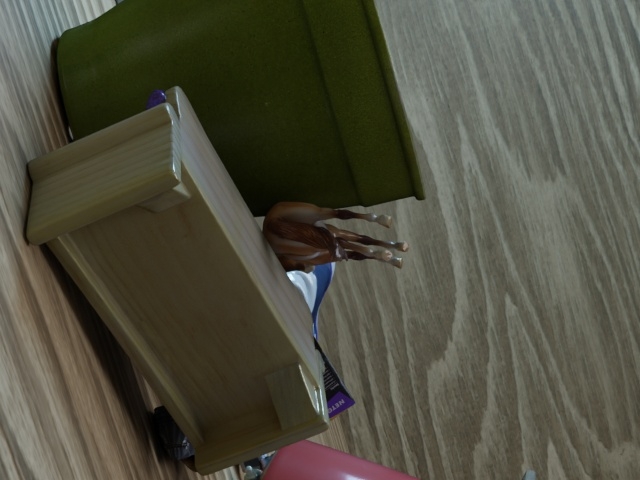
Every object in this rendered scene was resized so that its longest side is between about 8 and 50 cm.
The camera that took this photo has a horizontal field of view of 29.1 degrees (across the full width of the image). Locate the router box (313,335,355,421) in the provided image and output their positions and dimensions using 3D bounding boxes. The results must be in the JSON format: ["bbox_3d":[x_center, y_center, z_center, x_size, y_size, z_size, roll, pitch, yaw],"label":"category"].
[{"bbox_3d":[-0.093,0.080,1.526,0.243,0.081,0.309,59,-9,-22],"label":"router box"}]

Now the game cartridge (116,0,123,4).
[{"bbox_3d":[-0.277,-0.361,1.956,0.196,0.060,0.294,-108,-179,-79],"label":"game cartridge"}]

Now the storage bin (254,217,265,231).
[{"bbox_3d":[-0.098,-0.111,2.036,0.123,0.260,0.262,53,11,-24],"label":"storage bin"}]

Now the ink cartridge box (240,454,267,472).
[{"bbox_3d":[-0.130,0.196,1.796,0.206,0.045,0.208,-100,172,-61],"label":"ink cartridge box"}]

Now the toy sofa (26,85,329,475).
[{"bbox_3d":[-0.131,0.042,1.206,0.177,0.150,0.363,-101,165,-53],"label":"toy sofa"}]

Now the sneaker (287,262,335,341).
[{"bbox_3d":[-0.081,0.160,1.964,0.236,0.130,0.323,-46,156,-63],"label":"sneaker"}]

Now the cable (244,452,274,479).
[{"bbox_3d":[-0.074,0.407,1.762,0.287,0.072,0.139,88,-7,-55],"label":"cable"}]

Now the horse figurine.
[{"bbox_3d":[0.000,0.000,1.358,0.263,0.174,0.066,35,62,-78],"label":"horse figurine"}]

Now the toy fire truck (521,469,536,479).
[{"bbox_3d":[0.255,0.440,1.535,0.246,0.158,0.217,61,7,-16],"label":"toy fire truck"}]

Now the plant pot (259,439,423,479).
[{"bbox_3d":[0.022,0.354,1.341,0.275,0.243,0.275,-62,175,-9],"label":"plant pot"}]

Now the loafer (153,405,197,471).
[{"bbox_3d":[-0.141,0.229,1.378,0.170,0.062,0.061,45,36,-63],"label":"loafer"}]

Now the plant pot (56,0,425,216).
[{"bbox_3d":[-0.098,-0.172,1.413,0.366,0.352,0.367,-17,90,-87],"label":"plant pot"}]
